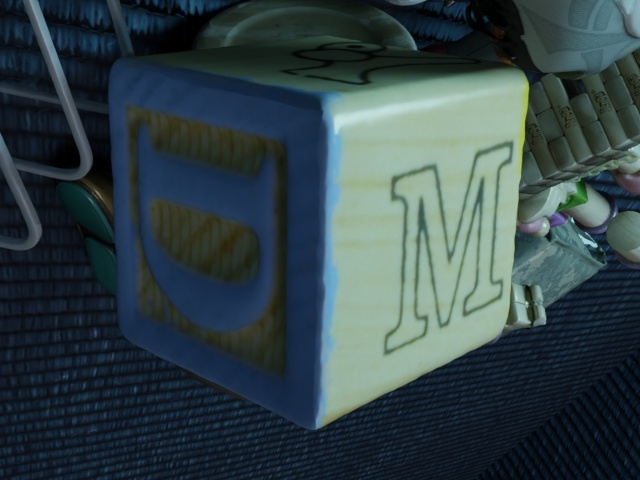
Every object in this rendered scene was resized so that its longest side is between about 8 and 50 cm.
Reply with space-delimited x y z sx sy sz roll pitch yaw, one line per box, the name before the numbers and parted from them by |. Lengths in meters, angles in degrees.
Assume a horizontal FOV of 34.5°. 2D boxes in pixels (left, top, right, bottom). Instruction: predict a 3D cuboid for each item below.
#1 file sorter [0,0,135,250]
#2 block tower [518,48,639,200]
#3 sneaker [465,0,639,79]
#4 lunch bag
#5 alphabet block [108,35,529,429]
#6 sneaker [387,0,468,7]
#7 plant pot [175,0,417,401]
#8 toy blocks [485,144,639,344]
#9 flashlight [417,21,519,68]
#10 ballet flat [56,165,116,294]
file sorter | -0.250 -0.064 0.581 0.193 0.173 0.277 83 27 -49
block tower | 0.265 -0.124 0.967 0.335 0.091 0.097 -26 169 26
sneaker | 0.121 -0.144 0.570 0.108 0.100 0.271 -39 153 26
lunch bag | 0.278 0.039 1.546 0.235 0.169 0.287 -40 149 18
alphabet block | -0.001 -0.022 0.667 0.197 0.192 0.193 -17 118 -44
sneaker | 0.163 -0.307 0.885 0.268 0.101 0.153 -45 157 28
plant pot | -0.014 -0.056 0.941 0.323 0.323 0.280 -19 137 -23
toy blocks | 0.270 -0.033 1.169 0.288 0.309 0.260 -19 156 28
flashlight | 0.191 -0.187 1.000 0.103 0.103 0.304 41 138 -25
ballet flat | -0.210 -0.024 1.034 0.073 0.080 0.232 -52 166 -24
